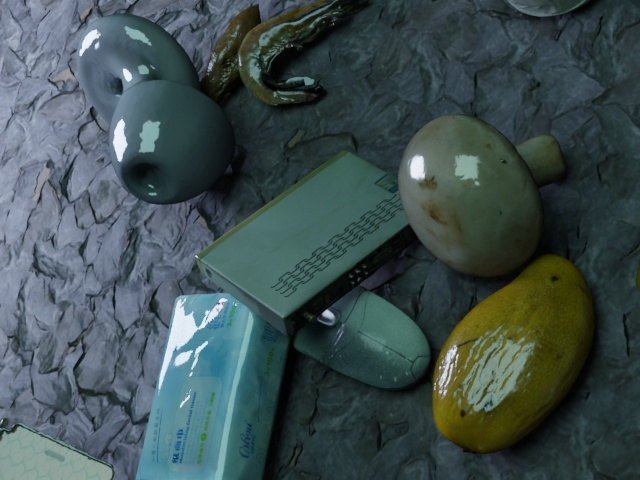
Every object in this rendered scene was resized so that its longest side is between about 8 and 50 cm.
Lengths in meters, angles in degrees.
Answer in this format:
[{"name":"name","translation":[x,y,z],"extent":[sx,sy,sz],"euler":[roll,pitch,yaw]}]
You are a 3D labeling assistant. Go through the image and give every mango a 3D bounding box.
[{"name":"mango","translation":[0.223,0.127,1.568],"extent":[0.157,0.109,0.262],"euler":[22,78,42]}]

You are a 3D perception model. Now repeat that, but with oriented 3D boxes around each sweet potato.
[{"name":"sweet potato","translation":[-0.137,-0.263,2.024],"extent":[0.068,0.060,0.205],"euler":[29,92,30]}]

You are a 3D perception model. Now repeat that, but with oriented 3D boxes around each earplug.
[{"name":"earplug","translation":[-0.253,-0.188,1.963],"extent":[0.175,0.214,0.325],"euler":[-18,53,-26]}]

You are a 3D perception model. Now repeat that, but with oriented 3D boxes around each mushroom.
[{"name":"mushroom","translation":[0.209,-0.067,1.640],"extent":[0.215,0.207,0.207],"euler":[-26,46,-25]}]

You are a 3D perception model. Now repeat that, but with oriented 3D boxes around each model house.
[{"name":"model house","translation":[-0.337,0.341,1.698],"extent":[0.326,0.244,0.169],"euler":[12,67,46]}]

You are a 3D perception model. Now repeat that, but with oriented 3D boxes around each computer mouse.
[{"name":"computer mouse","translation":[0.041,0.114,1.715],"extent":[0.229,0.068,0.113],"euler":[24,80,38]}]

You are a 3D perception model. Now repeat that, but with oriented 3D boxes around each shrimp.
[{"name":"shrimp","translation":[-0.017,-0.279,1.954],"extent":[0.219,0.046,0.152],"euler":[-28,62,7]}]

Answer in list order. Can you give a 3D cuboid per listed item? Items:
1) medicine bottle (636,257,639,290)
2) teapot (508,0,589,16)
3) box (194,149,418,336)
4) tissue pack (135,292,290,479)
[{"name":"medicine bottle","translation":[0.427,-0.054,1.560],"extent":[0.095,0.064,0.260],"euler":[-4,63,43]},{"name":"teapot","translation":[0.305,-0.389,1.731],"extent":[0.222,0.178,0.163],"euler":[16,77,36]},{"name":"box","translation":[0.000,0.000,1.748],"extent":[0.270,0.045,0.211],"euler":[-38,47,-25]},{"name":"tissue pack","translation":[-0.138,0.199,1.761],"extent":[0.177,0.089,0.263],"euler":[-6,63,42]}]
